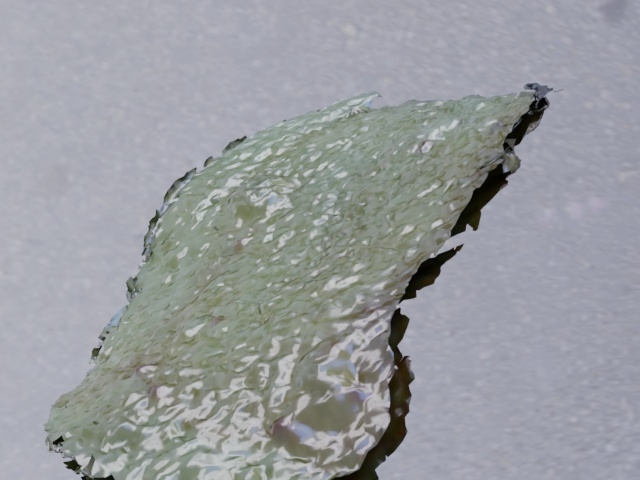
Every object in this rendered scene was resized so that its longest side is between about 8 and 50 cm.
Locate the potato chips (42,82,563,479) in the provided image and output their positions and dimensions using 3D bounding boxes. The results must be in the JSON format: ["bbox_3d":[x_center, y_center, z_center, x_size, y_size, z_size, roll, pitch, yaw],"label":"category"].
[{"bbox_3d":[0.000,0.000,0.408,0.142,0.209,0.026,-28,111,3],"label":"potato chips"}]
